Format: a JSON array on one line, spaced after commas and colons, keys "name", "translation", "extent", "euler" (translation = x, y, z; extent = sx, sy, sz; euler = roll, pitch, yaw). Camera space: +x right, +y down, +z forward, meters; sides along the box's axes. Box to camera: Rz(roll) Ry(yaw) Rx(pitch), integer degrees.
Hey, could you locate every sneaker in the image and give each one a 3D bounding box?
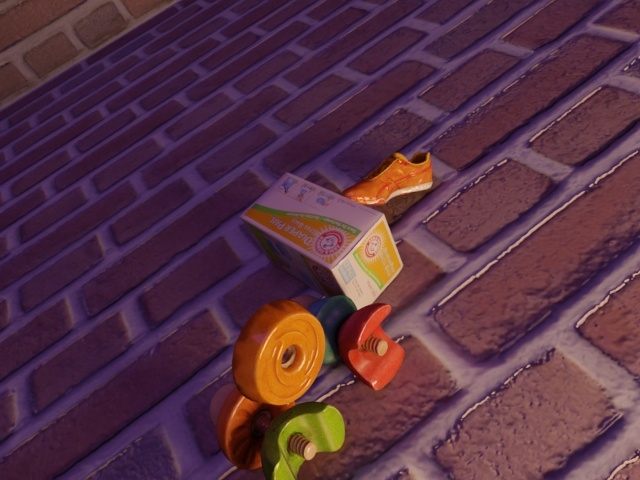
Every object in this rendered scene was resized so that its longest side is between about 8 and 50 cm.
[{"name": "sneaker", "translation": [0.095, -0.093, 0.747], "extent": [0.175, 0.068, 0.064], "euler": [-24, 22, -34]}]

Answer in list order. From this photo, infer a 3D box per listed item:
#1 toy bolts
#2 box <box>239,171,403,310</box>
[{"name": "toy bolts", "translation": [-0.037, 0.124, 0.572], "extent": [0.158, 0.218, 0.228], "euler": [13, 38, 42]}, {"name": "box", "translation": [0.000, 0.000, 0.714], "extent": [0.203, 0.114, 0.103], "euler": [28, 67, 40]}]
